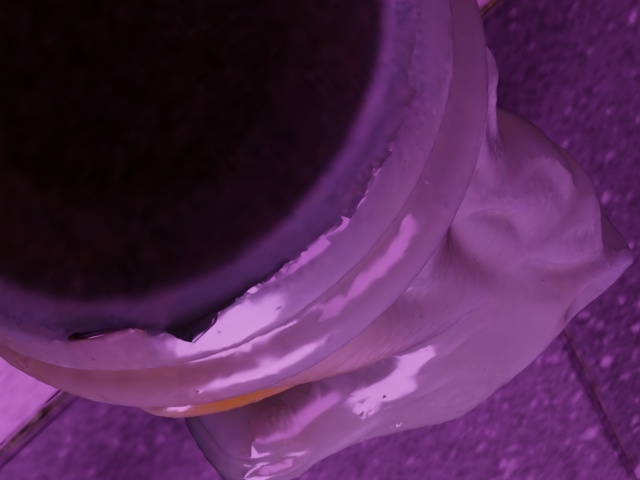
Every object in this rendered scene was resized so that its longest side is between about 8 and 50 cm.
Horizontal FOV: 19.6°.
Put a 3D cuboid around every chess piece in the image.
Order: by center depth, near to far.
[{"bbox_3d":[0.000,0.000,0.608,0.176,0.176,0.298,-50,151,-2],"label":"chess piece"}]
